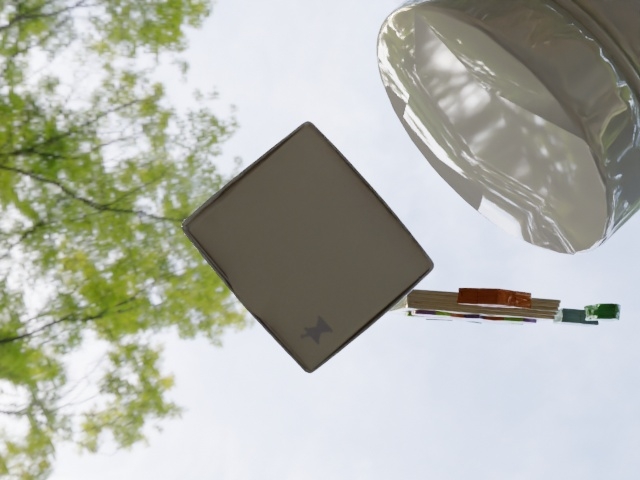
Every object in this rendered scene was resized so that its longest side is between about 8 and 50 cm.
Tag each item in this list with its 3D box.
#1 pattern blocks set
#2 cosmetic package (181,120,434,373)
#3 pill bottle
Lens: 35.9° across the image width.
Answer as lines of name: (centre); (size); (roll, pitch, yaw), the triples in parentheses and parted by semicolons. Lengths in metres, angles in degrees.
pattern blocks set: (0.168, 0.078, 1.123); (0.325, 0.285, 0.026); (3, -97, 8)
cosmetic package: (0.000, 0.000, 0.855); (0.129, 0.296, 0.153); (-40, -90, 4)
pill bottle: (0.180, -0.144, 0.432); (0.323, 0.181, 0.181); (-41, -102, -15)
